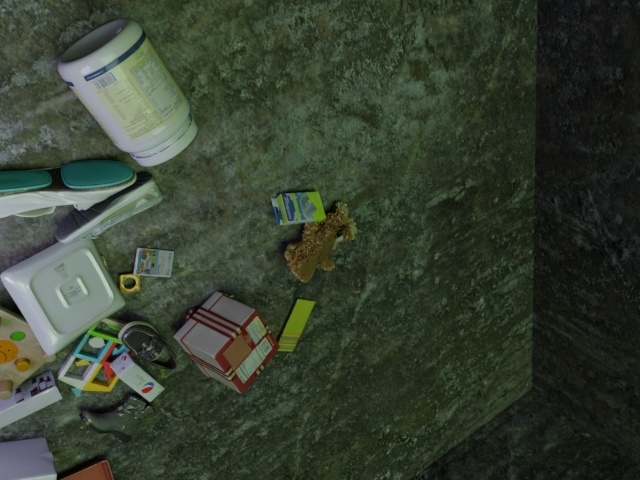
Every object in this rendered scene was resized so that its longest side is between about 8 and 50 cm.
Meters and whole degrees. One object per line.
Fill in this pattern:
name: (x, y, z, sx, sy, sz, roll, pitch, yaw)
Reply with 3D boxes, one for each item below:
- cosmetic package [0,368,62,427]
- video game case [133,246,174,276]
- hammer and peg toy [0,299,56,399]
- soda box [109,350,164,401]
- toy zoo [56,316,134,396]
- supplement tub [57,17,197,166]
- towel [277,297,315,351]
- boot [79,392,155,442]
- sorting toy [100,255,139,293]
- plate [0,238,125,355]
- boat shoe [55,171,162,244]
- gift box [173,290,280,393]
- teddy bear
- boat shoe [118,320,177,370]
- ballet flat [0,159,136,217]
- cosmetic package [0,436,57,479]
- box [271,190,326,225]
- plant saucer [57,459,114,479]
cosmetic package: (-0.935, 0.497, 1.768, 0.238, 0.099, 0.061, -25, 123, -22)
video game case: (-0.538, 0.071, 1.850, 0.122, 0.011, 0.087, 8, 92, -37)
hammer and peg toy: (-0.950, 0.287, 1.603, 0.266, 0.127, 0.361, -40, 131, 7)
soda box: (-0.622, 0.466, 1.951, 0.069, 0.074, 0.216, -43, 143, -15)
toy zoo: (-0.730, 0.391, 1.894, 0.192, 0.030, 0.293, 30, 95, -41)
supplement tub: (-0.493, -0.381, 1.504, 0.235, 0.235, 0.325, -39, 130, -11)
towel: (-0.104, 0.341, 2.307, 0.102, 0.021, 0.237, 13, 105, -44)
boot: (-0.706, 0.597, 2.003, 0.161, 0.083, 0.246, -52, 137, -9)
sorting toy: (-0.722, 0.160, 1.750, 0.347, 0.047, 0.196, -19, 115, -26)
plate: (-0.722, 0.145, 1.653, 0.277, 0.045, 0.278, -39, 117, -40)
boat shoe: (-0.611, -0.078, 1.670, 0.320, 0.118, 0.103, -39, 133, -23)
gift box: (-0.317, 0.344, 2.013, 0.276, 0.258, 0.255, -46, 132, -32)
teddy bear: (0.000, 0.000, 2.151, 0.338, 0.113, 0.245, -55, 138, -8)
boat shoe: (-0.563, 0.358, 1.913, 0.103, 0.092, 0.285, -46, 146, -13)
ballet flat: (-0.715, -0.136, 1.574, 0.400, 0.139, 0.139, -10, 120, -25)
cosmetic package: (-1.032, 0.745, 1.751, 0.384, 0.217, 0.156, 7, 103, -35)
box: (-0.077, -0.115, 2.025, 0.178, 0.042, 0.109, -7, 74, -31)
plant saucer: (-0.878, 0.922, 2.069, 0.258, 0.047, 0.259, -18, 122, -26)
